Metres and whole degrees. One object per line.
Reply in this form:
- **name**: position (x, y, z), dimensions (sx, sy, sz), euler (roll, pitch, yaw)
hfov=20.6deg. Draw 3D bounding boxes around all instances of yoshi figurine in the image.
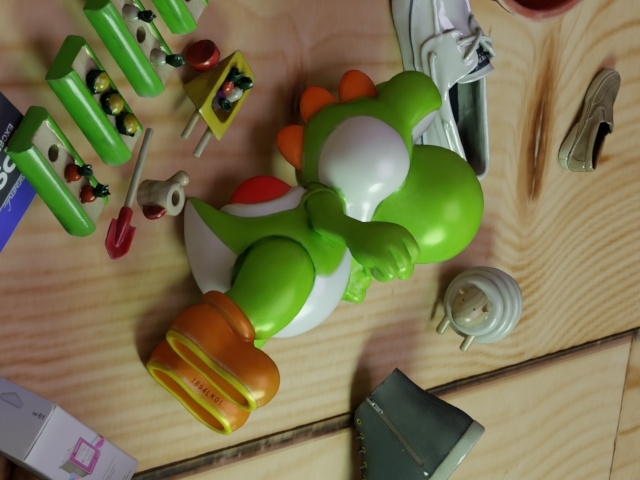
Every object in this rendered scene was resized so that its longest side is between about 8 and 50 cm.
- **yoshi figurine**: position (0.023, 0.015, 1.538), dimensions (0.362, 0.203, 0.203), euler (-52, 141, -24)

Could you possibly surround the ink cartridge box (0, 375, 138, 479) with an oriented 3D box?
- **ink cartridge box**: position (-0.214, 0.157, 1.370), dimensions (0.052, 0.088, 0.122), euler (-60, 142, -14)

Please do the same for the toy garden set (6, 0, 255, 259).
- **toy garden set**: position (-0.130, -0.104, 1.381), dimensions (0.244, 0.049, 0.204), euler (-67, 149, -27)

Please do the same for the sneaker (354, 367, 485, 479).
- **sneaker**: position (0.062, 0.236, 1.803), dimensions (0.222, 0.118, 0.083), euler (-54, 171, 21)

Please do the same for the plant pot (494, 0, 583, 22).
- **plant pot**: position (0.086, -0.332, 1.436), dimensions (0.272, 0.265, 0.272), euler (-25, 122, -48)

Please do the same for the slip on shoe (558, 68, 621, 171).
- **slip on shoe**: position (0.321, -0.137, 2.028), dimensions (0.135, 0.041, 0.051), euler (-58, 142, -21)

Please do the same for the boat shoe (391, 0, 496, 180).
- **boat shoe**: position (0.131, -0.180, 1.714), dimensions (0.095, 0.084, 0.258), euler (-37, 131, -40)

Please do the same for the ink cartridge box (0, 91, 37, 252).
- **ink cartridge box**: position (-0.283, -0.018, 1.247), dimensions (0.206, 0.045, 0.208), euler (-62, 144, -18)

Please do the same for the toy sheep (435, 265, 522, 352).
- **toy sheep**: position (0.173, 0.069, 1.874), dimensions (0.132, 0.091, 0.091), euler (-19, 118, -65)
